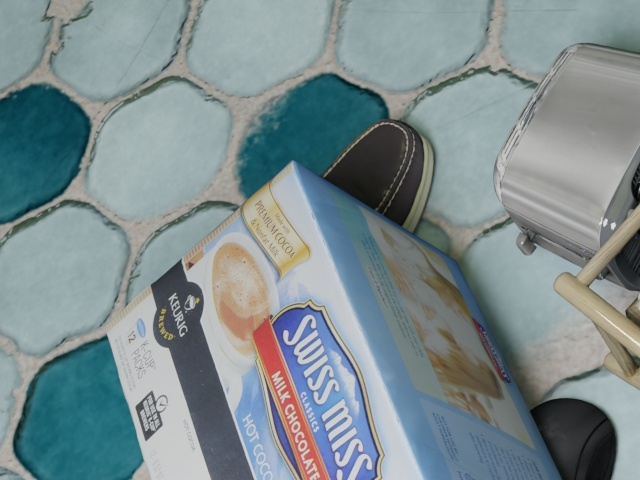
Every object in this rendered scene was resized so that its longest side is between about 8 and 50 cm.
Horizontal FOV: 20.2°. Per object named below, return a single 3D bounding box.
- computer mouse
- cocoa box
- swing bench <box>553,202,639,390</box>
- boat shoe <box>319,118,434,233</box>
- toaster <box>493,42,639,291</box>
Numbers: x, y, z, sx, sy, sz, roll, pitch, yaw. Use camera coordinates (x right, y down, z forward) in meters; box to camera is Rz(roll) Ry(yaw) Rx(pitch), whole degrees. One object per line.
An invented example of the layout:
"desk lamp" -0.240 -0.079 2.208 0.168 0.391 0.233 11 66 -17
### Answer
"computer mouse" 0.188 0.247 1.421 0.184 0.060 0.262 17 71 34
"cocoa box" 0.020 0.158 1.409 0.228 0.231 0.347 -41 45 20
"swing bench" 0.369 0.039 1.385 0.253 0.165 0.254 -49 53 -6
"boat shoe" 0.000 0.000 1.641 0.103 0.092 0.285 31 79 37
"toaster" 0.252 -0.076 1.536 0.146 0.129 0.227 21 75 37
